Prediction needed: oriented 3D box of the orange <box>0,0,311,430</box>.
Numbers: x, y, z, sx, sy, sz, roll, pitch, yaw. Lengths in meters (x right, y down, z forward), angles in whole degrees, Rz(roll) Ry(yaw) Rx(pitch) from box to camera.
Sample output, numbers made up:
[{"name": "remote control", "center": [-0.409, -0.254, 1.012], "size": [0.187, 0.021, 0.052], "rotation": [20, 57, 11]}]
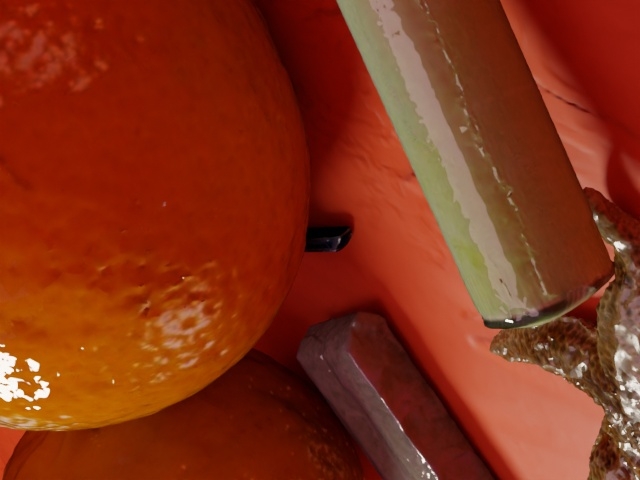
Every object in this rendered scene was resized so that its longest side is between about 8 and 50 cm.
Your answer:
[{"name": "orange", "center": [-0.210, -0.063, 0.766], "size": [0.424, 0.326, 0.424], "rotation": [39, 149, 29]}]

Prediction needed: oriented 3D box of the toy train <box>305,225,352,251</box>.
[{"name": "toy train", "center": [0.000, 0.000, 0.849], "size": [0.083, 0.017, 0.017], "rotation": [-1, 124, 59]}]

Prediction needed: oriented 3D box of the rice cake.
[{"name": "rice cake", "center": [0.089, 0.187, 0.893], "size": [0.298, 0.050, 0.106], "rotation": [55, 154, -5]}]

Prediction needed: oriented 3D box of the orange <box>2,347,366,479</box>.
[{"name": "orange", "center": [-0.128, 0.240, 0.997], "size": [0.340, 0.340, 0.293], "rotation": [3, 124, 58]}]

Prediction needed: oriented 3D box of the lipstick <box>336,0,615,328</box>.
[{"name": "lipstick", "center": [0.052, -0.103, 0.541], "size": [0.076, 0.076, 0.304], "rotation": [-13, 104, 62]}]

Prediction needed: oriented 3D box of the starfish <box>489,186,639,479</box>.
[{"name": "starfish", "center": [0.175, 0.098, 0.630], "size": [0.236, 0.062, 0.277], "rotation": [-5, 109, 62]}]
